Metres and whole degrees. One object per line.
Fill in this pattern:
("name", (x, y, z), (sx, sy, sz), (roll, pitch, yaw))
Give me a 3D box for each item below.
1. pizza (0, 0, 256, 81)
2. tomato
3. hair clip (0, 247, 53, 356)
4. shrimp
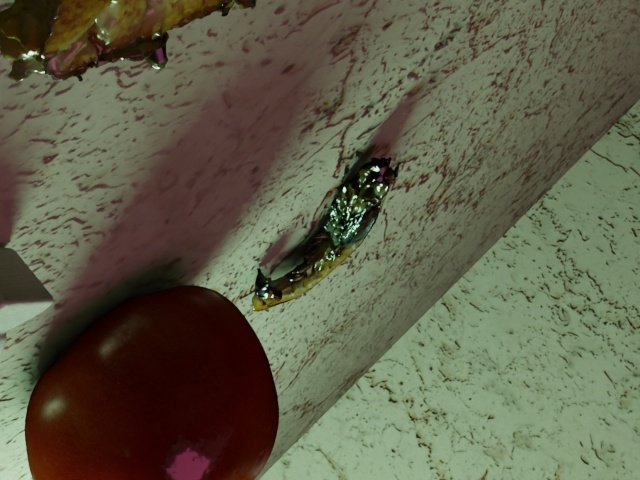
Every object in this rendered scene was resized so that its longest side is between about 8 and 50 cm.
("pizza", (-0.114, -0.187, 0.696), (0.228, 0.081, 0.289), (-51, 165, 0))
("tomato", (-0.175, 0.197, 1.292), (0.299, 0.226, 0.298), (-38, 163, -13))
("hair clip", (-0.297, 0.046, 0.834), (0.101, 0.085, 0.331), (-45, 172, 8))
("shrimp", (0.000, 0.000, 1.563), (0.222, 0.054, 0.290), (-33, 165, -38))
